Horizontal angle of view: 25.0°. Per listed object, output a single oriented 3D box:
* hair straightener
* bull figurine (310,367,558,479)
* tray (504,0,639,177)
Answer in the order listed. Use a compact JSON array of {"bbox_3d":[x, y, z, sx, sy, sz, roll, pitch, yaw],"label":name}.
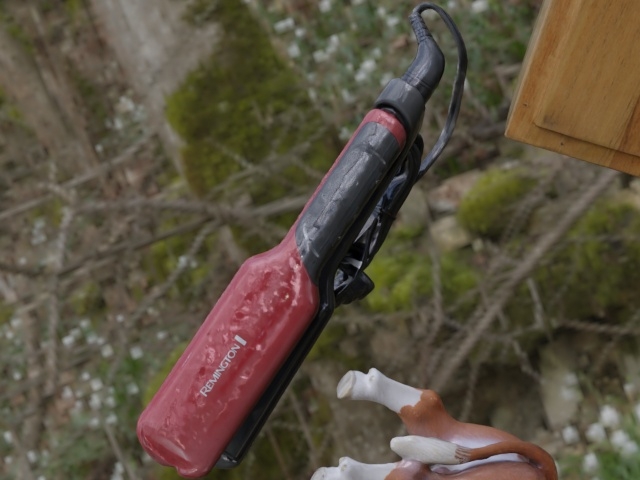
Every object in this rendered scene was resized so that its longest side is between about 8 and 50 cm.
[{"bbox_3d":[0.000,0.000,0.645,0.230,0.047,0.089,-62,-16,2],"label":"hair straightener"},{"bbox_3d":[0.029,0.238,1.018,0.310,0.188,0.101,-53,22,13],"label":"bull figurine"},{"bbox_3d":[0.244,-0.200,0.701,0.202,0.411,0.076,17,39,3],"label":"tray"}]
